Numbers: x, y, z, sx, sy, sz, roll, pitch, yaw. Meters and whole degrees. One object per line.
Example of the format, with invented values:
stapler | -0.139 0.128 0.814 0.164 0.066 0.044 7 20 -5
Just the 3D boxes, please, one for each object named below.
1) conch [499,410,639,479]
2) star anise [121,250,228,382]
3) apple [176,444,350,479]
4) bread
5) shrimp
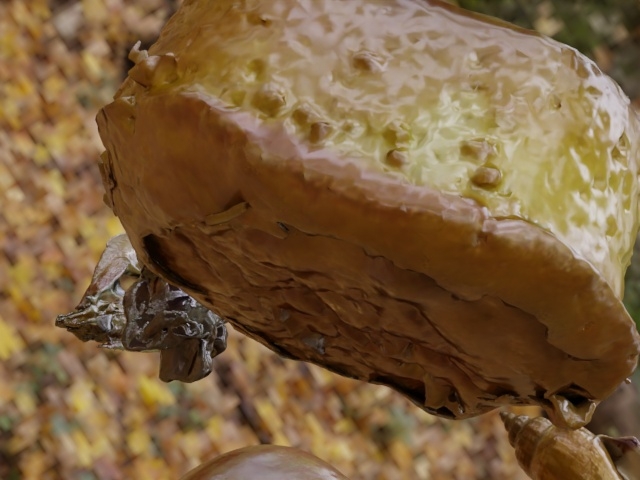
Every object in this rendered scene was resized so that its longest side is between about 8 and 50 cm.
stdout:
conch | 0.298 0.266 1.880 0.330 0.109 0.093 41 -46 21
star anise | -0.095 0.009 1.624 0.214 0.099 0.220 63 36 -69
apple | -0.069 0.325 1.810 0.264 0.264 0.264 58 -2 3
bread | 0.044 -0.029 1.215 0.358 0.204 0.337 22 -14 6
shrimp | -0.195 0.060 2.064 0.267 0.061 0.145 -18 80 -55
